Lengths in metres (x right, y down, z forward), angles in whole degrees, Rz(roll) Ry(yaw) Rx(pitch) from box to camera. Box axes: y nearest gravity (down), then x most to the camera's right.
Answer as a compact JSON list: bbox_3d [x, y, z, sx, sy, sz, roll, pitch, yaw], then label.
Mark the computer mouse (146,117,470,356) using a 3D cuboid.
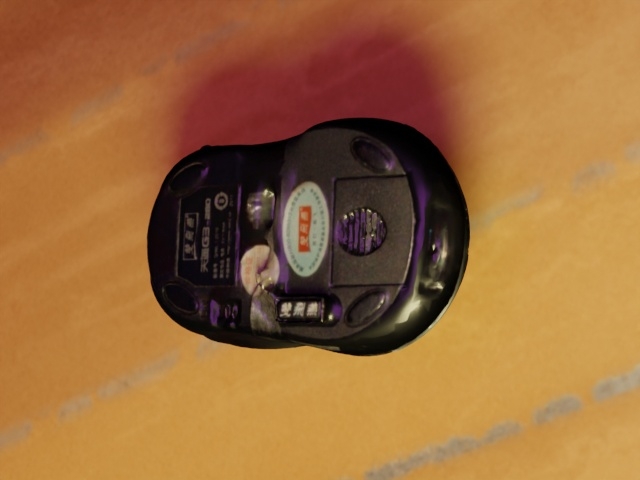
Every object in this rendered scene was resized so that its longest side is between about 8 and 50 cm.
[{"bbox_3d":[0.000,0.000,1.105,0.233,0.096,0.137,2,81,39],"label":"computer mouse"}]
